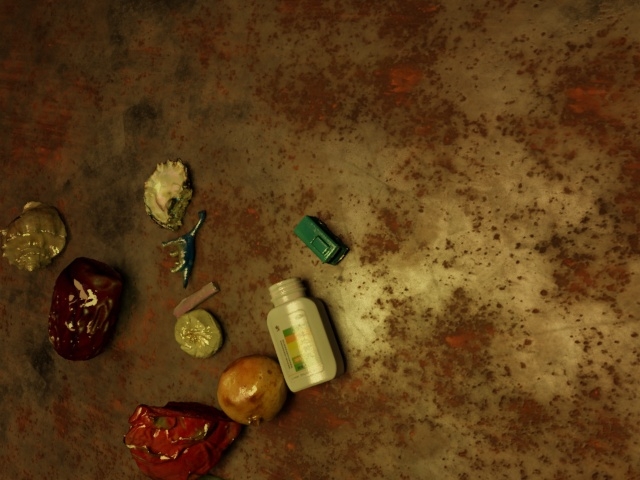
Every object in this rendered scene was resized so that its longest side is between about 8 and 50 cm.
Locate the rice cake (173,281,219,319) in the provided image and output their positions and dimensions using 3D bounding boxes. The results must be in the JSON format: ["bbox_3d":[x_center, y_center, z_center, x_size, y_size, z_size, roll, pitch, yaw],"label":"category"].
[{"bbox_3d":[-0.437,0.211,1.799,0.207,0.036,0.047,-33,62,19],"label":"rice cake"}]

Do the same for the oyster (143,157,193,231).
[{"bbox_3d":[-0.548,-0.163,1.863,0.198,0.092,0.259,-16,70,23],"label":"oyster"}]

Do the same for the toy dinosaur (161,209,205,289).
[{"bbox_3d":[-0.451,0.037,1.808,0.188,0.075,0.247,-27,68,13],"label":"toy dinosaur"}]

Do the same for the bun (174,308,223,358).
[{"bbox_3d":[-0.417,0.315,1.738,0.188,0.111,0.164,41,100,26],"label":"bun"}]

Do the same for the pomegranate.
[{"bbox_3d":[-0.207,0.460,1.565,0.215,0.215,0.215,-3,84,25],"label":"pomegranate"}]

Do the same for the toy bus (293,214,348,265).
[{"bbox_3d":[0.000,0.000,1.578,0.160,0.092,0.079,45,106,22],"label":"toy bus"}]

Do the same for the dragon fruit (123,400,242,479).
[{"bbox_3d":[-0.431,0.637,1.569,0.228,0.329,0.286,16,73,27],"label":"dragon fruit"}]

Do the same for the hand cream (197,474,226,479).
[{"bbox_3d":[-0.322,0.809,1.671,0.235,0.086,0.055,5,104,22],"label":"hand cream"}]

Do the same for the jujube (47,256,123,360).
[{"bbox_3d":[-0.856,0.250,1.889,0.258,0.258,0.376,17,105,26],"label":"jujube"}]

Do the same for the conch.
[{"bbox_3d":[-1.179,-0.028,2.108,0.263,0.186,0.324,-21,77,4],"label":"conch"}]

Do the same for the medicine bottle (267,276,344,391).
[{"bbox_3d":[-0.059,0.279,1.566,0.179,0.124,0.324,-25,74,21],"label":"medicine bottle"}]
